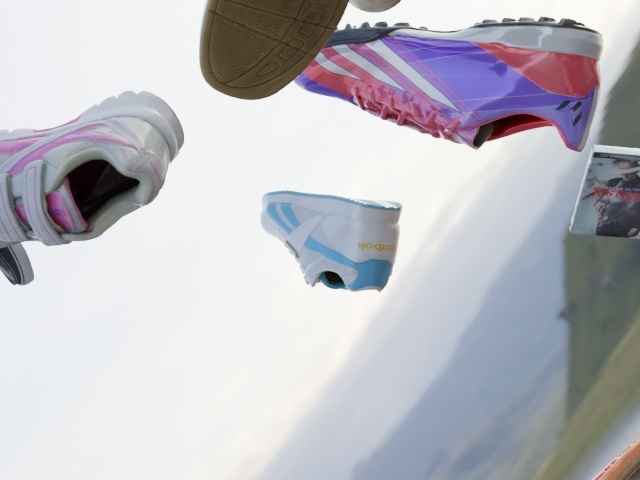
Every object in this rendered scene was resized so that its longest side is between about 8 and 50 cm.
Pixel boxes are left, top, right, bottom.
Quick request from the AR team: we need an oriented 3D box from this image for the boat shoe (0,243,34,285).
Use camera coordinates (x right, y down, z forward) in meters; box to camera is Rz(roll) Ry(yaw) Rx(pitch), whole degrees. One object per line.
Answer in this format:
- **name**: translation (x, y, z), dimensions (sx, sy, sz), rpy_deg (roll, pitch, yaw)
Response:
- **boat shoe**: translation (-0.323, -0.012, 1.546), dimensions (0.040, 0.142, 0.049), rpy_deg (-38, 18, -26)

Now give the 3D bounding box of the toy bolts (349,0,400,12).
- **toy bolts**: translation (-0.020, -0.294, 1.341), dimensions (0.218, 0.228, 0.159), rpy_deg (0, -55, -18)

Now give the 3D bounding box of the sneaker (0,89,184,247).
- **sneaker**: translation (-0.245, -0.047, 1.450), dimensions (0.252, 0.103, 0.111), rpy_deg (-23, 29, 12)

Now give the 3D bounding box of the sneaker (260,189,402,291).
- **sneaker**: translation (0.000, 0.000, 1.613), dimensions (0.228, 0.087, 0.092), rpy_deg (-171, 87, -65)

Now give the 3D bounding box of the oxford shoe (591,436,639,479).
- **oxford shoe**: translation (0.331, 0.234, 1.479), dimensions (0.363, 0.133, 0.130), rpy_deg (-33, -16, -24)

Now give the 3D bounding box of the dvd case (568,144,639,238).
- **dvd case**: translation (0.304, -0.047, 1.640), dimensions (0.119, 0.087, 0.013), rpy_deg (98, 177, -46)

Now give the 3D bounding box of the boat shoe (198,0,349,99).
- **boat shoe**: translation (-0.018, -0.235, 1.195), dimensions (0.096, 0.098, 0.277), rpy_deg (-104, 34, -57)

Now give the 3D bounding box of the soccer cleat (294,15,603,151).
- **soccer cleat**: translation (0.105, -0.141, 1.514), dimensions (0.108, 0.318, 0.117), rpy_deg (8, -96, -62)
